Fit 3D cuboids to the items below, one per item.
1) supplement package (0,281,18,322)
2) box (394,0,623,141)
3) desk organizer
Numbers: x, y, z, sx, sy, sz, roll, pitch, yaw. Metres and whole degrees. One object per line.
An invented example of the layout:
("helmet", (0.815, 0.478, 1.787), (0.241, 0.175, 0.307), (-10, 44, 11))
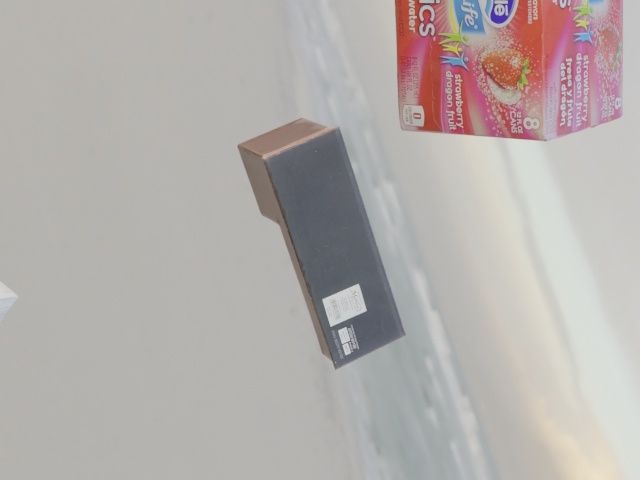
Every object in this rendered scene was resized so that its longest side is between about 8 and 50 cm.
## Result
("supplement package", (-0.324, 0.082, 1.048), (0.105, 0.179, 0.105), (38, 10, 8))
("box", (0.136, -0.207, 1.049), (0.123, 0.128, 0.256), (-18, 110, -48))
("desk organizer", (0.000, 0.000, 0.816), (0.050, 0.047, 0.130), (29, -39, 64))
